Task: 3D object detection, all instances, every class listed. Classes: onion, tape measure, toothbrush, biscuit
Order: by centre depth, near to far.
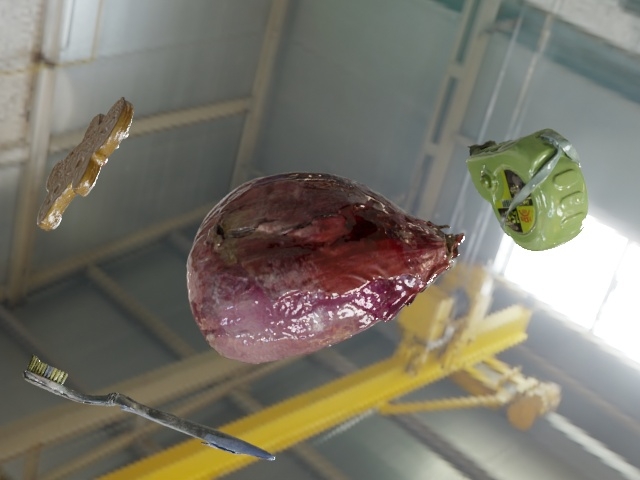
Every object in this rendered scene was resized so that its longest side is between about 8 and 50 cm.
[{"bbox_3d":[0.000,0.000,1.239,0.283,0.120,0.227,-11,-137,5],"label":"onion"},{"bbox_3d":[-0.291,-0.101,1.568,0.031,0.205,0.138,29,-143,-24],"label":"biscuit"},{"bbox_3d":[0.301,-0.073,1.729,0.106,0.175,0.200,-21,-179,-24],"label":"tape measure"},{"bbox_3d":[-0.254,0.249,1.801,0.413,0.042,0.035,18,170,17],"label":"toothbrush"}]
